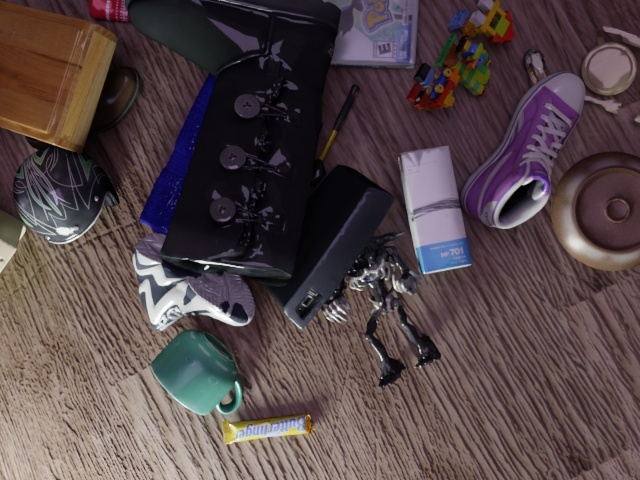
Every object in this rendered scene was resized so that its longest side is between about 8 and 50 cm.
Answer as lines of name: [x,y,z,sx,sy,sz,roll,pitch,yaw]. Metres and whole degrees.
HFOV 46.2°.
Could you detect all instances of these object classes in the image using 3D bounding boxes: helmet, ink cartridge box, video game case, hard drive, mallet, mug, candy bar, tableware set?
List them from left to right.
helmet: [-0.435,-0.077,1.270,0.169,0.161,0.170,0,89,6]
mug: [-0.197,0.216,1.265,0.097,0.158,0.129,-47,60,1]
candy bar: [-0.091,0.323,1.296,0.161,0.018,0.040,-8,88,7]
hard drive: [0.000,0.000,1.218,0.054,0.172,0.255,31,97,-32]
mallet: [0.022,-0.178,1.289,0.039,0.062,0.190,25,77,10]
video game case: [0.023,-0.465,1.290,0.299,0.036,0.329,3,89,7]
ink cartridge box: [0.181,-0.046,1.211,0.082,0.139,0.191,-10,88,5]
tableware set: [0.525,-0.262,1.231,0.194,0.039,0.128,25,103,12]

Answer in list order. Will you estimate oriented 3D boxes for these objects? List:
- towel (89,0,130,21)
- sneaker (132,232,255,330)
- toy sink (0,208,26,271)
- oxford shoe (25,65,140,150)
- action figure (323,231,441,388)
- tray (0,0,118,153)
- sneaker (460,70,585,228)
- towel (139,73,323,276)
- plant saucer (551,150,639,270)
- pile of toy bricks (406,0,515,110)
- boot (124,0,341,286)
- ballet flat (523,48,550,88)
towel: [-0.272,-0.481,1.327,0.274,0.031,0.199,6,90,6]
sneaker: [-0.218,0.105,1.259,0.235,0.094,0.153,26,131,11]
toy sink: [-0.605,0.013,1.290,0.131,0.234,0.153,35,92,-24]
oxford shoe: [-0.413,-0.227,1.305,0.227,0.096,0.083,-37,83,3]
action figure: [0.093,0.089,1.221,0.164,0.141,0.276,-26,89,11]
tray: [-0.549,-0.300,1.273,0.410,0.076,0.203,18,91,25]
sneaker: [0.348,-0.135,1.177,0.102,0.161,0.282,31,96,-16]
towel: [-0.157,-0.117,1.283,0.227,0.076,0.308,26,92,5]
plant saucer: [0.483,-0.049,1.231,0.198,0.036,0.199,0,90,6]
pile of toy bricks: [0.241,-0.283,1.241,0.105,0.118,0.212,35,75,-22]
boot: [-0.177,-0.173,1.187,0.366,0.146,0.445,9,85,12]
ballet flat: [0.366,-0.266,1.246,0.041,0.041,0.114,-20,87,6]
